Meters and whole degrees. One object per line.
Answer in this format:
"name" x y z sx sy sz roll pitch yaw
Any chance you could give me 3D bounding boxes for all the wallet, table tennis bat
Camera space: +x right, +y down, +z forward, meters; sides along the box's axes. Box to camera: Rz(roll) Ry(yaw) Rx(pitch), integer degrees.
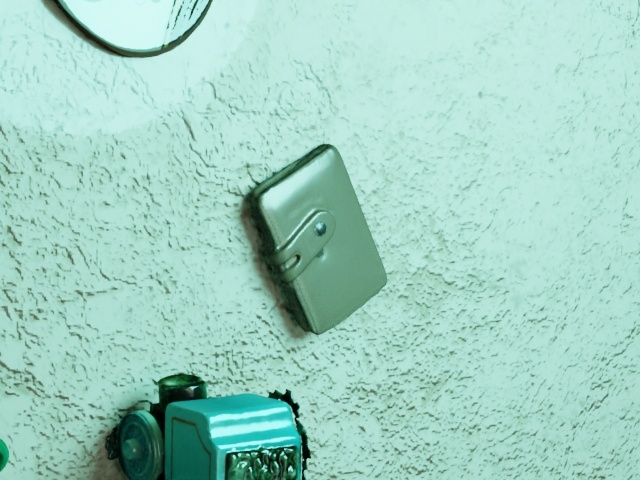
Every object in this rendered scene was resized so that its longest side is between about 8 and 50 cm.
"wallet" 0.000 0.000 1.601 0.118 0.039 0.152 -37 117 -32
"table tennis bat" -0.188 -0.283 1.432 0.173 0.022 0.301 -53 125 -22

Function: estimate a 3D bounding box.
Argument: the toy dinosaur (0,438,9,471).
"toy dinosaur" -0.305 0.159 1.371 0.132 0.059 0.096 12 96 -30

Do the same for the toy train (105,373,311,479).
"toy train" -0.091 0.218 1.472 0.112 0.163 0.203 -7 99 -36
